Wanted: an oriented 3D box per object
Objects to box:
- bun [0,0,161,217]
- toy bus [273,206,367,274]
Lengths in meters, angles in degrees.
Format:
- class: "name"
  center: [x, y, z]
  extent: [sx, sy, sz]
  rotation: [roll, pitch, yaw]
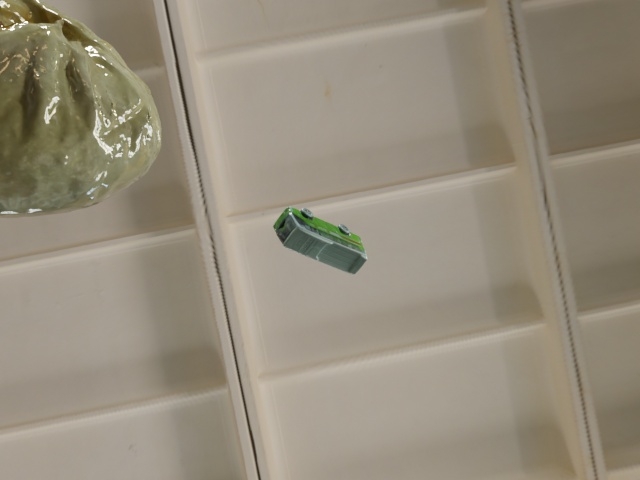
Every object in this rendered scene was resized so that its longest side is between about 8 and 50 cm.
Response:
- class: "bun"
  center: [-0.213, -0.110, 0.606]
  extent: [0.222, 0.222, 0.127]
  rotation: [7, -56, -4]
- class: "toy bus"
  center: [0.000, 0.000, 0.796]
  extent: [0.083, 0.037, 0.031]
  rotation: [22, -60, -32]
